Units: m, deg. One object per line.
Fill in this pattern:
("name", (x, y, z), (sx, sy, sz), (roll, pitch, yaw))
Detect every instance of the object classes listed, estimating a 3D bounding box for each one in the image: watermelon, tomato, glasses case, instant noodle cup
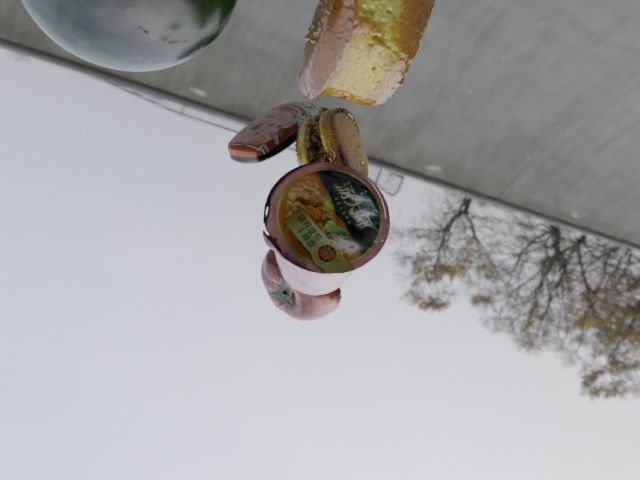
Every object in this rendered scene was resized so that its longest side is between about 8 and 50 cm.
("watermelon", (-0.204, -0.301, 0.742), (0.242, 0.243, 0.242), (19, -166, -5))
("tomato", (-0.062, 0.112, 1.682), (0.224, 0.225, 0.085), (25, -133, 21))
("glasses case", (-0.099, -0.239, 1.516), (0.103, 0.067, 0.267), (10, -143, 28))
("instant noodle cup", (0.000, 0.000, 1.402), (0.243, 0.244, 0.255), (20, 157, 2))

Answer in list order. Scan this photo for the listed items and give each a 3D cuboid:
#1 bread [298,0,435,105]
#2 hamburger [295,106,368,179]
("bread", (0.064, -0.309, 0.954), (0.145, 0.269, 0.268), (20, -167, -10))
("hamburger", (0.022, -0.192, 1.467), (0.117, 0.191, 0.182), (-11, 169, 22))
